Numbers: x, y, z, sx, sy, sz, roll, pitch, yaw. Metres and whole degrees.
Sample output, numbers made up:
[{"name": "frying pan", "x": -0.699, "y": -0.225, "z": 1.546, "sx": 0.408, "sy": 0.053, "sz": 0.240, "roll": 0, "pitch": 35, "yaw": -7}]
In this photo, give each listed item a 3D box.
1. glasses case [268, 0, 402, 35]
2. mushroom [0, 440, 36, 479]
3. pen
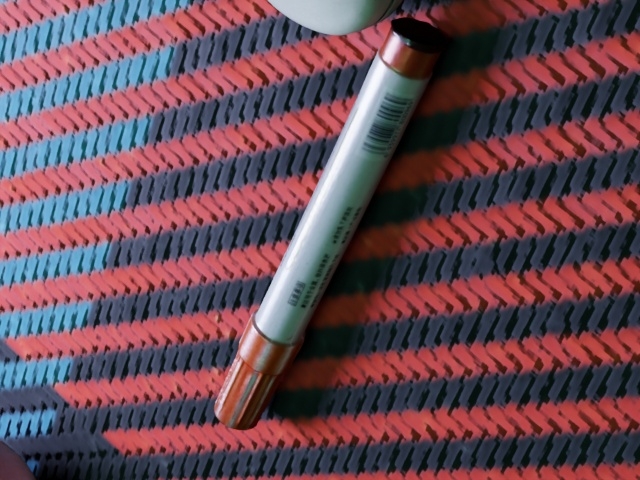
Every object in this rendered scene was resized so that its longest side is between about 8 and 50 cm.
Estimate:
[{"name": "glasses case", "x": 0.018, "y": -0.178, "z": 0.689, "sx": 0.081, "sy": 0.051, "sz": 0.204, "roll": 35, "pitch": 127, "yaw": 27}, {"name": "mushroom", "x": -0.195, "y": 0.195, "z": 1.002, "sx": 0.097, "sy": 0.088, "sz": 0.213, "roll": -1, "pitch": 116, "yaw": 7}, {"name": "pen", "x": 0.000, "y": 0.000, "z": 0.793, "sx": 0.028, "sy": 0.028, "sz": 0.239, "roll": 42, "pitch": 129, "yaw": 21}]
